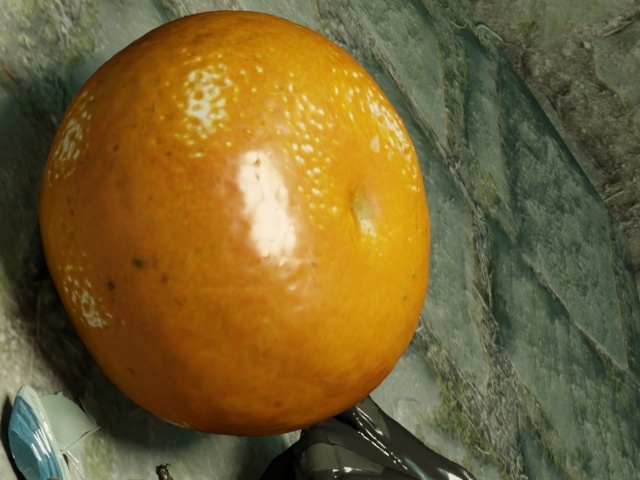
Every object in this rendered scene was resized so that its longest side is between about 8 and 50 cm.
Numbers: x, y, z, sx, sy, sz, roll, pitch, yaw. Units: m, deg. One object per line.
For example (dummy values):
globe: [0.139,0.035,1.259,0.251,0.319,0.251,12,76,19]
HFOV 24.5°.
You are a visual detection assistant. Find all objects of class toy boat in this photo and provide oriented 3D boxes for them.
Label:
toy boat: [-0.238,0.166,1.332,0.105,0.034,0.149,60,24,-23]

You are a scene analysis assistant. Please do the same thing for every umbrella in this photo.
umbrella: [-0.144,0.263,1.480,0.031,0.020,0.083,-23,91,-28]

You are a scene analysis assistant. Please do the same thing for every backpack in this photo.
backpack: [0.083,0.371,1.605,0.445,0.255,0.363,55,20,-22]

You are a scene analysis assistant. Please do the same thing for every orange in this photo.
orange: [-0.088,-0.014,1.456,0.424,0.326,0.424,14,72,-49]

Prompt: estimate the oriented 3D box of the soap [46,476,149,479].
soap: [-0.112,0.278,1.310,0.273,0.218,0.098,35,56,-59]
